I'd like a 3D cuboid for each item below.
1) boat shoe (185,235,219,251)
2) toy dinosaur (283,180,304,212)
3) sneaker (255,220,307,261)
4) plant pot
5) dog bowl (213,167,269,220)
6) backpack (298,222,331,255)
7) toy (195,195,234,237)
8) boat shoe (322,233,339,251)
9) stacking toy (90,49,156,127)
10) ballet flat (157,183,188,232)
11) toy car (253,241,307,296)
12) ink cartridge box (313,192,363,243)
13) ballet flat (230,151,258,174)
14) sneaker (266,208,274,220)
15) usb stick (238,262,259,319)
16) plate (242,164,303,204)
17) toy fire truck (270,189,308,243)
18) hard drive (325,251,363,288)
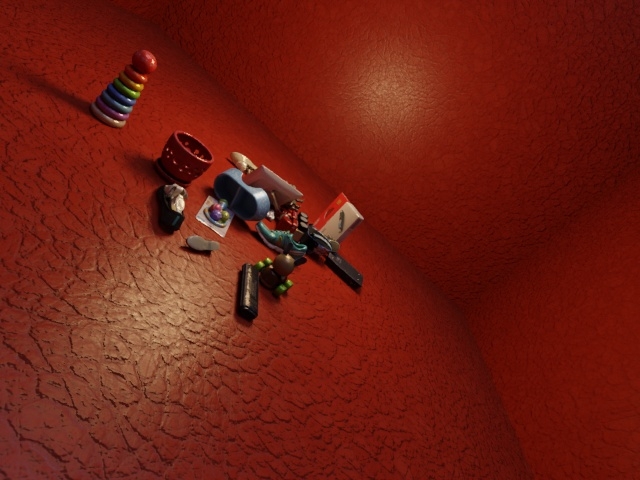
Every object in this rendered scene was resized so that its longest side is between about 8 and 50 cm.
[{"bbox_3d":[-0.423,0.012,1.427,0.043,0.049,0.137,4,-6,36],"label":"boat shoe"},{"bbox_3d":[-0.193,-0.240,2.450,0.160,0.121,0.313,30,23,-4],"label":"toy dinosaur"},{"bbox_3d":[-0.185,-0.009,1.891,0.275,0.110,0.107,37,19,-20],"label":"sneaker"},{"bbox_3d":[-0.567,-0.327,1.666,0.191,0.174,0.191,39,17,-15],"label":"plant pot"},{"bbox_3d":[-0.367,-0.203,1.835,0.297,0.165,0.074,40,28,12],"label":"dog bowl"},{"bbox_3d":[-0.026,0.014,2.176,0.173,0.117,0.158,37,18,-19],"label":"backpack"},{"bbox_3d":[-0.427,-0.119,1.695,0.137,0.056,0.237,37,19,-18],"label":"toy"},{"bbox_3d":[0.000,0.000,2.294,0.228,0.081,0.068,25,9,-2],"label":"boat shoe"},{"bbox_3d":[-0.777,-0.621,1.615,0.141,0.330,0.141,39,18,-15],"label":"stacking toy"},{"bbox_3d":[-0.525,-0.139,1.457,0.095,0.096,0.280,28,23,-40],"label":"ballet flat"},{"bbox_3d":[-0.145,0.099,1.594,0.155,0.188,0.149,46,18,6],"label":"toy car"},{"bbox_3d":[0.078,-0.114,2.404,0.066,0.296,0.261,22,28,-50],"label":"ink cartridge box"},{"bbox_3d":[-0.429,-0.425,2.373,0.249,0.086,0.086,33,21,-34],"label":"ballet flat"},{"bbox_3d":[-0.278,-0.150,2.124,0.069,0.038,0.098,35,19,-29],"label":"sneaker"},{"bbox_3d":[-0.252,0.174,1.429,0.077,0.045,0.278,43,16,-26],"label":"usb stick"},{"bbox_3d":[-0.273,-0.273,2.173,0.277,0.278,0.045,34,65,-26],"label":"plate"},{"bbox_3d":[-0.186,-0.126,2.117,0.247,0.158,0.217,29,21,-15],"label":"toy fire truck"},{"bbox_3d":[0.134,0.163,2.291,0.255,0.054,0.172,41,18,-4],"label":"hard drive"}]
